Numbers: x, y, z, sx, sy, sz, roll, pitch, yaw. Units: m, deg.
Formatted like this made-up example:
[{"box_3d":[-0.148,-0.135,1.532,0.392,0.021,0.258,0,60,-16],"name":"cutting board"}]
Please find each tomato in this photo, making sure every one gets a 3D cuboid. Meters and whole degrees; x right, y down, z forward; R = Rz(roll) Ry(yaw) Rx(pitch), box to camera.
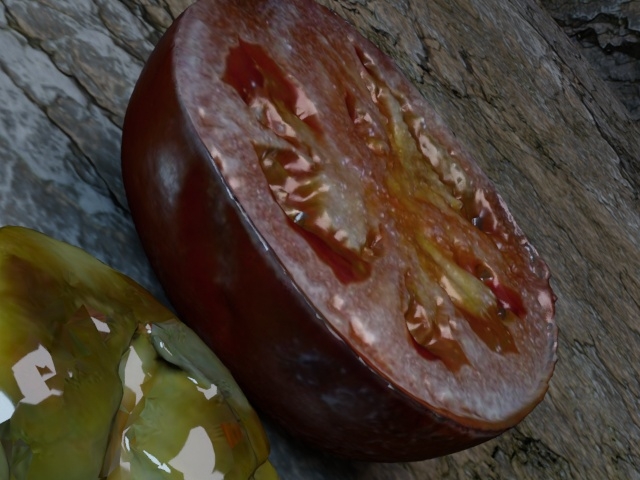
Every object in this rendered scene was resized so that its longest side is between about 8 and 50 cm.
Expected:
[{"box_3d":[-0.006,0.005,0.764,0.338,0.143,0.338,36,31,-26],"name":"tomato"}]

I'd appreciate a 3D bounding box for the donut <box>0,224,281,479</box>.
[{"box_3d":[-0.087,0.153,0.358,0.360,0.170,0.360,37,26,-22],"name":"donut"}]
